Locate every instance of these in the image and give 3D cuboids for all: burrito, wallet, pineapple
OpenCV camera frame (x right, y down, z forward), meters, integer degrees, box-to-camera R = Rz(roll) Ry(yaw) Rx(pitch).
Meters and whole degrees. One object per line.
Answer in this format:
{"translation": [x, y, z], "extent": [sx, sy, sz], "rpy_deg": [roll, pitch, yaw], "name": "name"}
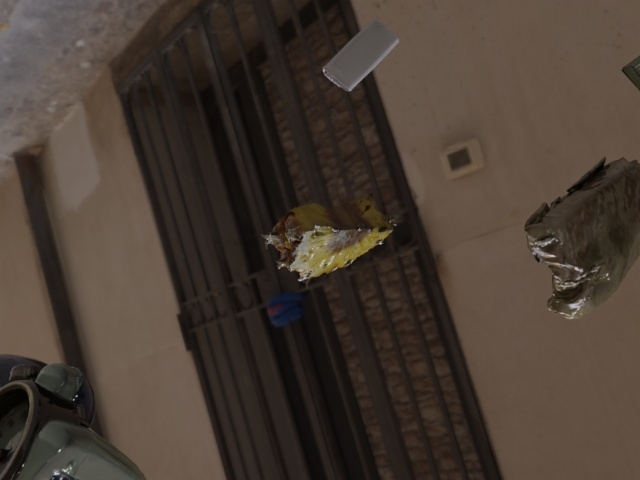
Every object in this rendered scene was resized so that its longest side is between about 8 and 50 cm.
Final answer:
{"translation": [0.402, -0.024, 1.025], "extent": [0.107, 0.175, 0.347], "rpy_deg": [11, -150, 43], "name": "burrito"}
{"translation": [0.065, -0.293, 1.149], "extent": [0.122, 0.061, 0.025], "rpy_deg": [-46, 162, -11], "name": "wallet"}
{"translation": [0.001, 0.001, 1.091], "extent": [0.233, 0.079, 0.135], "rpy_deg": [-8, 142, -48], "name": "pineapple"}

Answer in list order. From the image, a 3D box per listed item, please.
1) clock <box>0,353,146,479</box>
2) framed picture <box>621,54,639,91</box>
{"translation": [-0.239, 0.180, 0.552], "extent": [0.146, 0.200, 0.243], "rpy_deg": [36, 166, -35], "name": "clock"}
{"translation": [0.634, -0.270, 1.127], "extent": [0.252, 0.197, 0.014], "rpy_deg": [-37, 170, 3], "name": "framed picture"}
